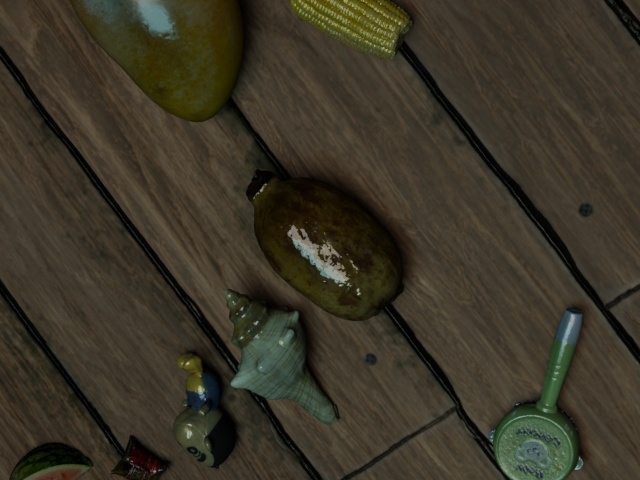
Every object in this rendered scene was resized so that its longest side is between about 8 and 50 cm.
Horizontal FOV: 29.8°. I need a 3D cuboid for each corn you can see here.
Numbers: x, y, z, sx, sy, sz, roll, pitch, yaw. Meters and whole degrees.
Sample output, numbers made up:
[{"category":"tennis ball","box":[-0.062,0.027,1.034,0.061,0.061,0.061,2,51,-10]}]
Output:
[{"category":"corn","box":[0.040,-0.306,1.600,0.165,0.063,0.085,29,85,9]}]

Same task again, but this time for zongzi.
[{"category":"zongzi","box":[-0.289,0.350,1.849,0.083,0.073,0.067,47,130,5]}]

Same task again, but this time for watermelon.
[{"category":"watermelon","box":[-0.452,0.366,1.926,0.163,0.087,0.069,-34,52,20]}]

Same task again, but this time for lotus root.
[{"category":"lotus root","box":[0.000,0.000,1.644,0.260,0.128,0.145,42,98,1]}]

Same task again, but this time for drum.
[{"category":"drum","box":[0.291,0.213,1.632,0.130,0.049,0.253,1,102,19]}]

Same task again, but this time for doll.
[{"category":"doll","box":[-0.180,0.258,1.787,0.089,0.102,0.179,-20,95,-17]}]

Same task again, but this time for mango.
[{"category":"mango","box":[-0.224,-0.334,1.618,0.222,0.199,0.383,-15,109,15]}]

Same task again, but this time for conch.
[{"category":"conch","box":[-0.079,0.173,1.721,0.137,0.114,0.233,-3,107,33]}]
